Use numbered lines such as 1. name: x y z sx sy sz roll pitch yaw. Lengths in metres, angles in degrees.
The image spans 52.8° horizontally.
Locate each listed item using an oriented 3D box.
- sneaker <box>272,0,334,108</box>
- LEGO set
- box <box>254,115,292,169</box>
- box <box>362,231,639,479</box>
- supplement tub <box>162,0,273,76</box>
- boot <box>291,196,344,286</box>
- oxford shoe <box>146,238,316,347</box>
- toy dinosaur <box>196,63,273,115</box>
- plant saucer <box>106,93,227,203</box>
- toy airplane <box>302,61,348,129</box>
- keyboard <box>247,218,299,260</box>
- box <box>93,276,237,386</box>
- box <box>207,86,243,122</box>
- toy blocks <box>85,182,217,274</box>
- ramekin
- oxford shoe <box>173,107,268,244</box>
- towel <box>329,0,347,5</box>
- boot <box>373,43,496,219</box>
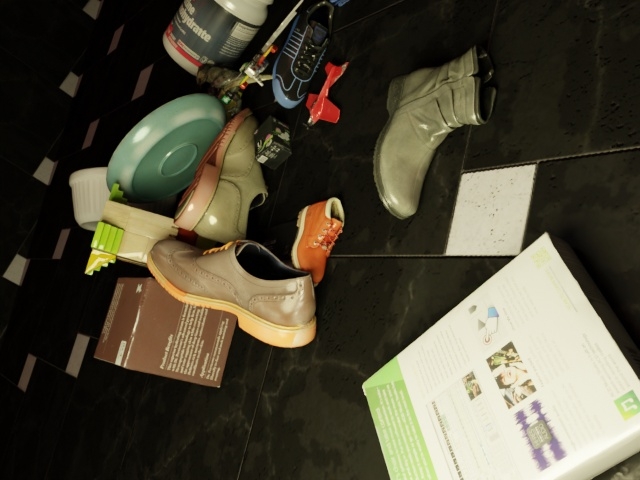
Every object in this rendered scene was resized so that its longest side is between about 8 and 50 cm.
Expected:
1. sneaker: -0.032 -0.385 1.317 0.090 0.081 0.232 -14 59 58
2. LEGO set: -0.119 -0.392 1.396 0.244 0.060 0.182 -53 14 -13
3. box: -0.099 -0.202 1.331 0.062 0.052 0.083 -37 44 35
4. box: 0.193 0.178 0.718 0.322 0.058 0.232 -45 40 28
5. supplement tub: -0.253 -0.556 1.618 0.272 0.191 0.191 -48 39 27
6. boot: 0.000 0.000 1.082 0.084 0.059 0.158 -23 53 40
7. oxford shoe: -0.152 0.048 1.096 0.363 0.130 0.133 20 116 28
8. toy dinosaur: -0.218 -0.355 1.510 0.268 0.064 0.118 13 81 32
9. plant saucer: -0.325 -0.188 1.431 0.044 0.317 0.317 48 116 15
10. toy airplane: 0.009 -0.282 1.249 0.151 0.028 0.151 -32 47 42
11. keyboard: -0.095 0.023 1.229 0.180 0.023 0.108 -13 55 51
12. box: -0.297 0.177 1.257 0.167 0.203 0.169 -4 68 53
13. box: -0.275 -0.291 1.617 0.087 0.058 0.232 33 99 54
14. toy blocks: -0.337 0.013 1.370 0.381 0.260 0.191 171 115 -72
15. ramekin: -0.499 -0.092 1.642 0.273 0.272 0.127 -11 75 51
16. oxford shoe: -0.180 -0.132 1.345 0.140 0.146 0.397 -44 21 40
17. towel: 0.116 -0.659 1.306 0.243 0.040 0.336 -16 59 48
18. boot: 0.166 -0.160 0.926 0.161 0.083 0.247 -10 65 45
